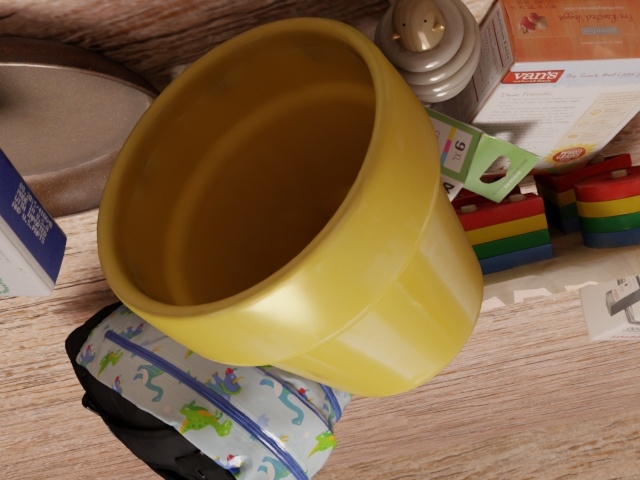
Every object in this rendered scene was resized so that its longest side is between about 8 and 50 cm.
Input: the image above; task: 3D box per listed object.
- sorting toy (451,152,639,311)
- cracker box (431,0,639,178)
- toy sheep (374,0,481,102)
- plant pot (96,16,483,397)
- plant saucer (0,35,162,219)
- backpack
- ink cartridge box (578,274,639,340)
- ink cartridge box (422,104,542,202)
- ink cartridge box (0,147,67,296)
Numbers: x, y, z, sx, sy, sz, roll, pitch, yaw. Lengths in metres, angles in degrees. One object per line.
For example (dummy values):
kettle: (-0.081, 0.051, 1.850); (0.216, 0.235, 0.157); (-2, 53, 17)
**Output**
sorting toy: (0.233, -0.022, 1.196); (0.256, 0.089, 0.257); (-13, -171, -1)
cracker box: (0.197, -0.130, 1.045); (0.156, 0.067, 0.232); (-4, 161, -14)
toy sheep: (0.082, -0.150, 0.909); (0.091, 0.091, 0.132); (-14, 160, 15)
plant pot: (0.000, 0.000, 0.909); (0.254, 0.254, 0.239); (-19, 141, 26)
plant saucer: (-0.267, -0.089, 0.987); (0.311, 0.050, 0.310); (-7, 160, -3)
backpack: (-0.124, 0.192, 1.397); (0.273, 0.290, 0.355); (-41, -164, -4)
ink cartridge box: (0.502, 0.073, 1.700); (0.159, 0.092, 0.218); (2, 159, -27)
ink cartridge box: (0.073, -0.069, 1.039); (0.209, 0.062, 0.109); (23, 155, -4)
ink cartridge box: (-0.398, -0.061, 0.858); (0.330, 0.071, 0.324); (1, 150, 14)
